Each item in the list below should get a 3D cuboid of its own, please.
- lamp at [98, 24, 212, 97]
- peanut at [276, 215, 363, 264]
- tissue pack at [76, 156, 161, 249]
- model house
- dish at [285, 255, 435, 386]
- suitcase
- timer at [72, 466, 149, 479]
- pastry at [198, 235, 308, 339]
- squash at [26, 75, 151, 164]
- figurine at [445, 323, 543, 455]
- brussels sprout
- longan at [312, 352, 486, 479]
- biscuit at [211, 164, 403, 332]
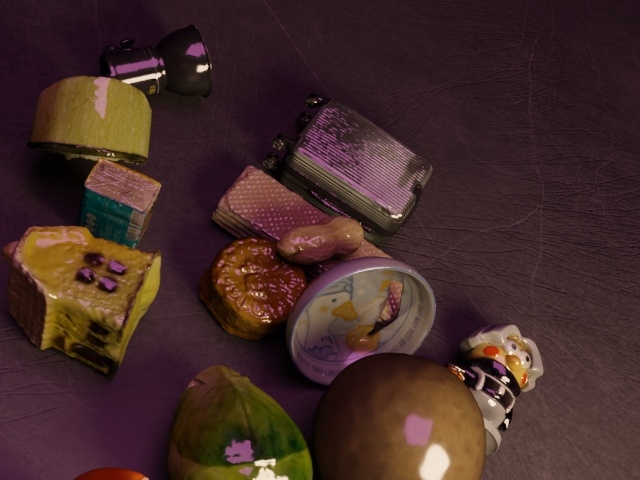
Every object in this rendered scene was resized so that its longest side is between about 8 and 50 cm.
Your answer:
[{"bbox_3d":[-0.348,-0.340,1.865,0.227,0.147,0.172,-15,52,-21],"label":"lamp"},{"bbox_3d":[0.000,0.000,1.703,0.187,0.082,0.082,-18,66,-43],"label":"peanut"},{"bbox_3d":[-0.356,-0.060,1.647,0.120,0.169,0.082,23,58,-7],"label":"tissue pack"},{"bbox_3d":[-0.397,0.078,1.528,0.234,0.193,0.175,26,53,-2],"label":"model house"},{"bbox_3d":[0.055,0.116,1.668,0.273,0.273,0.134,0,37,-23],"label":"dish"},{"bbox_3d":[0.061,-0.145,1.898,0.312,0.128,0.202,35,53,1],"label":"suitcase"},{"bbox_3d":[-0.344,0.442,1.273,0.161,0.250,0.257,38,53,4],"label":"timer"},{"bbox_3d":[-0.118,0.084,1.691,0.188,0.103,0.189,11,55,-16],"label":"pastry"},{"bbox_3d":[-0.411,-0.202,1.681,0.220,0.220,0.133,4,84,-20],"label":"squash"},{"bbox_3d":[0.304,0.258,1.732,0.176,0.133,0.236,44,55,-11],"label":"figurine"},{"bbox_3d":[-0.136,0.330,1.470,0.219,0.210,0.271,-4,45,-30],"label":"brussels sprout"},{"bbox_3d":[0.129,0.322,1.535,0.297,0.297,0.297,11,56,-16],"label":"longan"},{"bbox_3d":[0.002,0.020,1.798,0.426,0.078,0.144,35,52,1],"label":"biscuit"}]
